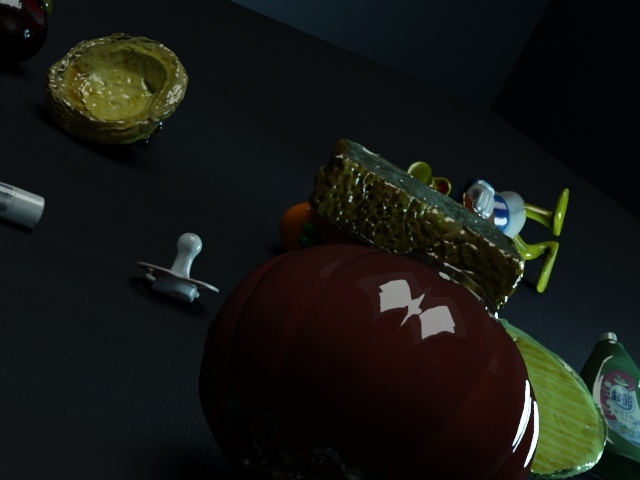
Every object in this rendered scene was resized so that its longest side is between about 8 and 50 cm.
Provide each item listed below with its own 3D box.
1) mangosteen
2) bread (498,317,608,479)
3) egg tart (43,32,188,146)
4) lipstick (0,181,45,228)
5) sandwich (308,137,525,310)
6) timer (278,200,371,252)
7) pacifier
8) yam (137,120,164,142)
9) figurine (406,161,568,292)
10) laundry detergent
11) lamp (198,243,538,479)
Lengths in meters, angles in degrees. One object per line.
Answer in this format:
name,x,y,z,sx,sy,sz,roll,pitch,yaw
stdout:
mangosteen,-0.490,-0.352,2.189,0.152,0.152,0.152,26,14,-7
bread,0.209,0.184,1.680,0.301,0.045,0.301,20,29,-11
egg tart,-0.302,-0.215,2.075,0.213,0.090,0.212,1,55,-2
lipstick,-0.380,-0.053,1.570,0.141,0.040,0.040,21,16,-26
sandwich,0.132,-0.029,1.935,0.301,0.099,0.271,30,13,-6
timer,0.000,0.000,1.974,0.136,0.099,0.136,13,20,-5
pacifier,-0.161,0.028,1.619,0.099,0.078,0.081,20,-5,-24
yam,-0.278,-0.203,2.202,0.079,0.079,0.141,25,14,-9
figurine,0.245,-0.034,2.495,0.338,0.204,0.283,20,18,18
laundry detergent,0.385,0.212,1.815,0.137,0.063,0.211,25,44,-18
lamp,0.042,0.138,1.224,0.303,0.257,0.303,30,-26,16
